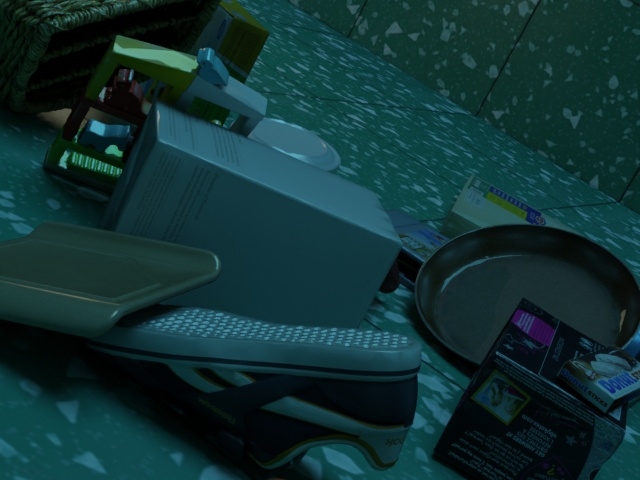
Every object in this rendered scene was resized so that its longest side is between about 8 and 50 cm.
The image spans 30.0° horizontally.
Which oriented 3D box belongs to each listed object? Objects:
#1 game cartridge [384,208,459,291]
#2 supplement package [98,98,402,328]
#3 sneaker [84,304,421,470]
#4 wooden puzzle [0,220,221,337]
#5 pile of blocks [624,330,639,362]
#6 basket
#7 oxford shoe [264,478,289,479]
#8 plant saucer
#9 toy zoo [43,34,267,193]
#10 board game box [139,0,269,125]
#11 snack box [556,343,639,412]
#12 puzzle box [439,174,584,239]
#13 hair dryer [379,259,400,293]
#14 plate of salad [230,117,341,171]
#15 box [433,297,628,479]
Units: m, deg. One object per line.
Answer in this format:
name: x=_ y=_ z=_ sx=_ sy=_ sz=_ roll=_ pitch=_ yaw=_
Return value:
game cartridge: x=0.184 y=0.044 z=1.837 sx=0.297 sy=0.062 sz=0.198 roll=34 pitch=22 yaw=20
supplement package: x=-0.085 y=-0.007 z=1.351 sx=0.293 sy=0.175 sz=0.177 roll=22 pitch=16 yaw=-16
sneaker: x=-0.071 y=0.135 z=1.083 sx=0.321 sy=0.127 sz=0.126 roll=7 pitch=11 yaw=20
wooden puzzle: x=-0.238 y=0.038 z=1.128 sx=0.221 sy=0.044 sz=0.239 roll=10 pitch=15 yaw=18
pile of blocks: x=0.427 y=0.145 z=1.747 sx=0.113 sy=0.149 sz=0.362 roll=36 pitch=19 yaw=23
basket: x=-0.312 y=-0.275 z=1.660 sx=0.299 sy=0.213 sz=0.223 roll=-23 pitch=44 yaw=-38
oxford shoe: x=0.053 y=0.279 z=0.918 sx=0.271 sy=0.097 sz=0.098 roll=36 pitch=-2 yaw=12
plant saucer: x=0.285 y=0.090 z=1.647 sx=0.311 sy=0.050 sz=0.310 roll=-1 pitch=38 yaw=1
toy zoo: x=-0.194 y=-0.139 z=1.428 sx=0.192 sy=0.293 sz=0.030 roll=21 pitch=52 yaw=-20
board game box: x=-0.211 y=-0.280 z=1.843 sx=0.064 sy=0.242 sz=0.316 roll=18 pitch=20 yaw=-33
snack box: x=0.314 y=0.148 z=1.296 sx=0.064 sy=0.022 sz=0.178 roll=39 pitch=20 yaw=23
puzzle box: x=0.378 y=-0.010 z=2.292 sx=0.272 sy=0.052 sz=0.409 roll=29 pitch=17 yaw=5
hair dryer: x=0.008 y=-0.026 z=1.575 sx=0.293 sy=0.080 sz=0.223 roll=42 pitch=0 yaw=-20
plate of salad: x=-0.062 y=-0.158 z=2.054 sx=0.200 sy=0.048 sz=0.200 roll=16 pitch=25 yaw=-8
box: x=0.248 y=0.190 z=1.354 sx=0.163 sy=0.142 sz=0.247 roll=32 pitch=18 yaw=8
